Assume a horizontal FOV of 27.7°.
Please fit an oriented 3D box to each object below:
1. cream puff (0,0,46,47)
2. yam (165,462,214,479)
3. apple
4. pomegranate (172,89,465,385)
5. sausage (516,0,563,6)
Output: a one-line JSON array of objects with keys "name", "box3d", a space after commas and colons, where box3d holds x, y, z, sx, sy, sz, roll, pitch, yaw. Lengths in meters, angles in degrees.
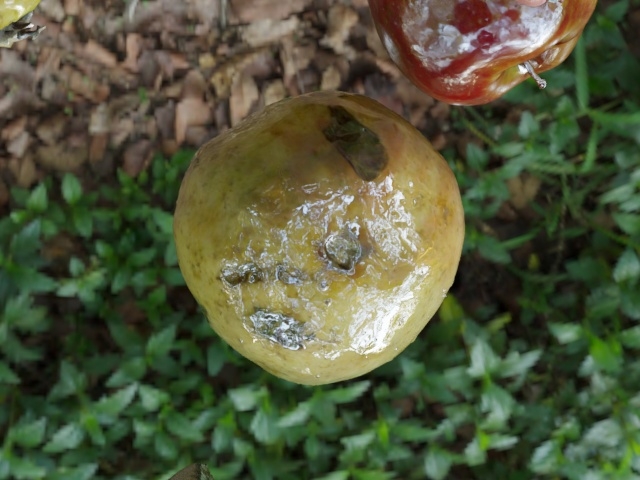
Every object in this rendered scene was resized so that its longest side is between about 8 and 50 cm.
[{"name": "cream puff", "box3d": [-0.180, -0.141, 0.488, 0.189, 0.189, 0.129, 15, 147, -20]}, {"name": "yam", "box3d": [-0.086, 0.192, 0.672, 0.106, 0.259, 0.106, 3, 99, 18]}, {"name": "apple", "box3d": [0.187, -0.322, 1.563, 0.288, 0.288, 0.316, -25, 88, 14]}, {"name": "pomegranate", "box3d": [0.000, 0.000, 1.236, 0.281, 0.281, 0.281, -4, 132, -4]}, {"name": "sausage", "box3d": [0.052, -0.202, 0.771, 0.223, 0.029, 0.029, 31, 123, -6]}]
